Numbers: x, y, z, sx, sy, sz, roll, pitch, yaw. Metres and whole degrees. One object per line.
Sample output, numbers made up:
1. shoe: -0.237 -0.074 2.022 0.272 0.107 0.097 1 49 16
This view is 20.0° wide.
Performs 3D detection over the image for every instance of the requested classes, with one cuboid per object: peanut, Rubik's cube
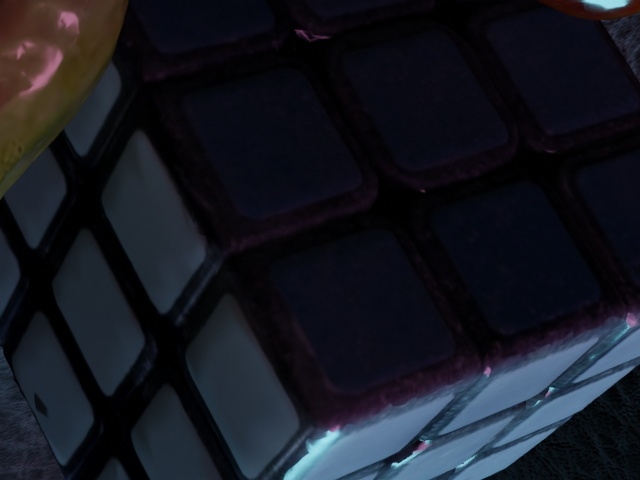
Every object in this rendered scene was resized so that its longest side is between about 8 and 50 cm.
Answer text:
1. peanut: -0.175 -0.072 0.837 0.236 0.110 0.120 -49 123 1
2. Rubik's cube: 0.000 0.000 1.048 0.305 0.301 0.304 -20 161 -32

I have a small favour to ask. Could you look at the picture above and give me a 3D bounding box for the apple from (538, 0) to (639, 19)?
1. apple: 0.114 -0.234 0.561 0.288 0.316 0.288 -7 179 0
